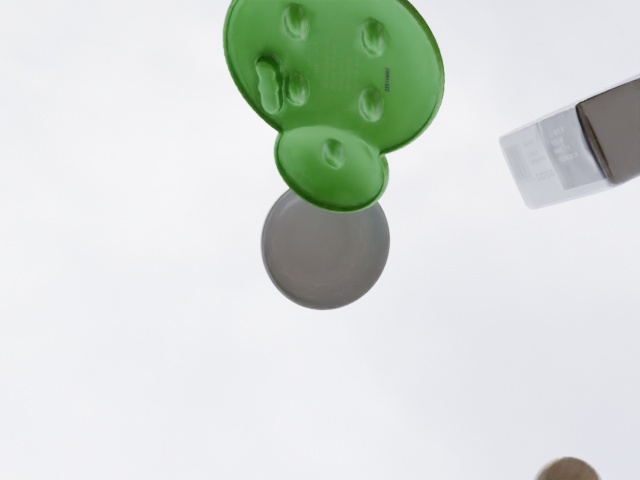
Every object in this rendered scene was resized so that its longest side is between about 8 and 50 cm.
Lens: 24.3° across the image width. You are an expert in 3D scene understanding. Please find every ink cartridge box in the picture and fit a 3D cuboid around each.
[{"bbox_3d":[0.312,-0.124,0.992,0.371,0.176,0.069,-22,-90,-10],"label":"ink cartridge box"}]

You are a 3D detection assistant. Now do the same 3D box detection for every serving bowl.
[{"bbox_3d":[0.000,0.000,0.922,0.083,0.083,0.027,3,-173,-18],"label":"serving bowl"}]

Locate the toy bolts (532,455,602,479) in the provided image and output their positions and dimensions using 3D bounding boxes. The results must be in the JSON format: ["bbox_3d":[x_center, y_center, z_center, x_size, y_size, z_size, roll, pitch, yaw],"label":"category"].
[{"bbox_3d":[0.234,0.275,1.165,0.228,0.218,0.158,23,-120,29],"label":"toy bolts"}]

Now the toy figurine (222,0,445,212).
[{"bbox_3d":[0.032,-0.129,0.887,0.130,0.173,0.159,13,-136,15],"label":"toy figurine"}]
